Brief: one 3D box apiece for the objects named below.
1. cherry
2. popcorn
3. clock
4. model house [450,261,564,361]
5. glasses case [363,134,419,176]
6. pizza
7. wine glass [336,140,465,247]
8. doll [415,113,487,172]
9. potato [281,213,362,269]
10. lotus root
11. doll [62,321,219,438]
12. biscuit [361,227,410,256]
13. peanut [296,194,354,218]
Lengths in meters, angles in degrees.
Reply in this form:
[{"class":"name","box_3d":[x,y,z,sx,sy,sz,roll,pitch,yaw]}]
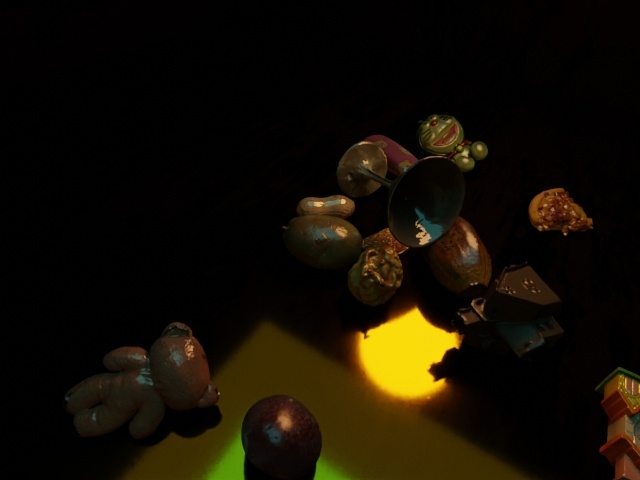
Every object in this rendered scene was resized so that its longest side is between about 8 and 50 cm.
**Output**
[{"class":"cherry","box_3d":[-0.082,0.386,0.845,0.140,0.176,0.176,-45,59,-6]},{"class":"popcorn","box_3d":[0.154,0.094,1.195,0.179,0.180,0.170,-16,14,-23]},{"class":"clock","box_3d":[0.741,0.451,0.929,0.219,0.106,0.255,24,45,17]},{"class":"model house","box_3d":[0.455,0.207,1.072,0.243,0.212,0.204,-7,42,-22]},{"class":"glasses case","box_3d":[0.299,-0.346,1.751,0.123,0.076,0.316,-19,49,-27]},{"class":"pizza","box_3d":[0.901,-0.107,1.575,0.228,0.082,0.289,34,47,26]},{"class":"wine glass","box_3d":[0.226,-0.174,1.339,0.266,0.268,0.406,-11,26,-19]},{"class":"doll","box_3d":[0.522,-0.396,1.765,0.198,0.186,0.322,-37,72,-1]},{"class":"potato","box_3d":[0.000,0.000,1.282,0.251,0.159,0.174,15,15,-9]},{"class":"lotus root","box_3d":[0.413,0.051,1.282,0.193,0.193,0.291,-2,38,-10]},{"class":"doll","box_3d":[-0.385,0.312,0.925,0.303,0.156,0.201,-21,89,-4]},{"class":"biscuit","box_3d":[0.225,0.012,1.391,0.206,0.025,0.126,-22,49,-27]},{"class":"peanut","box_3d":[0.020,-0.111,1.451,0.206,0.087,0.087,-4,44,-14]}]
